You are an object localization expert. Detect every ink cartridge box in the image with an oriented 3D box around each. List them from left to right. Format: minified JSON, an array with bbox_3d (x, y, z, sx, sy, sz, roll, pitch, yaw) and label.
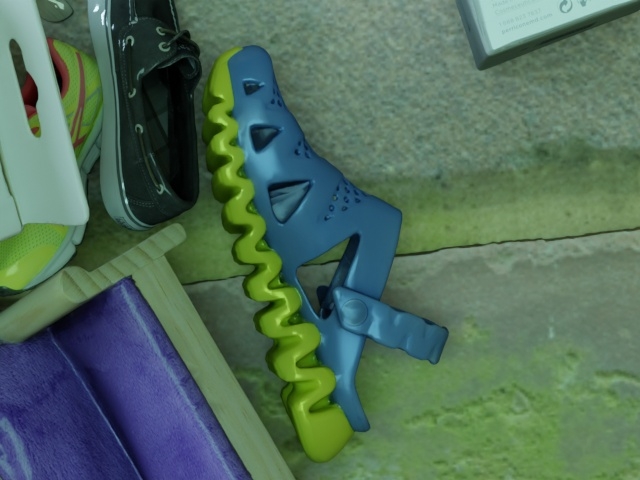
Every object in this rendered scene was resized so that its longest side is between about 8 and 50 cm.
[{"bbox_3d":[-0.333,-0.085,1.302,0.353,0.119,0.207,0,109,43],"label":"ink cartridge box"}]

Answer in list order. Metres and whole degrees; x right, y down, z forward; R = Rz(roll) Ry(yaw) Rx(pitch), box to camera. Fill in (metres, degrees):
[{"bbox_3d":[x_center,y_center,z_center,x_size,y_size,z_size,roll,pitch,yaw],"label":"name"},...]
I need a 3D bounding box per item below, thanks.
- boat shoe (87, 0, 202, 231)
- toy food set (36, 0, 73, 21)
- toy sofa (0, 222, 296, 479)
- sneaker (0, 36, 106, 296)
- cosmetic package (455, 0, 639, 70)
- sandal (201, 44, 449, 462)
[{"bbox_3d":[-0.123,-0.123,1.402,0.076,0.080,0.228,-12,71,36],"label":"boat shoe"},{"bbox_3d":[-0.316,-0.165,1.440,0.218,0.071,0.128,-34,91,3],"label":"toy food set"},{"bbox_3d":[-0.110,0.188,1.370,0.177,0.150,0.362,-31,91,-37],"label":"toy sofa"},{"bbox_3d":[-0.218,-0.059,1.396,0.081,0.094,0.208,-2,61,34],"label":"sneaker"},{"bbox_3d":[0.142,-0.253,1.340,0.138,0.224,0.224,-20,92,4],"label":"cosmetic package"},{"bbox_3d":[0.000,0.000,1.417,0.138,0.126,0.317,-20,99,-4],"label":"sandal"}]
